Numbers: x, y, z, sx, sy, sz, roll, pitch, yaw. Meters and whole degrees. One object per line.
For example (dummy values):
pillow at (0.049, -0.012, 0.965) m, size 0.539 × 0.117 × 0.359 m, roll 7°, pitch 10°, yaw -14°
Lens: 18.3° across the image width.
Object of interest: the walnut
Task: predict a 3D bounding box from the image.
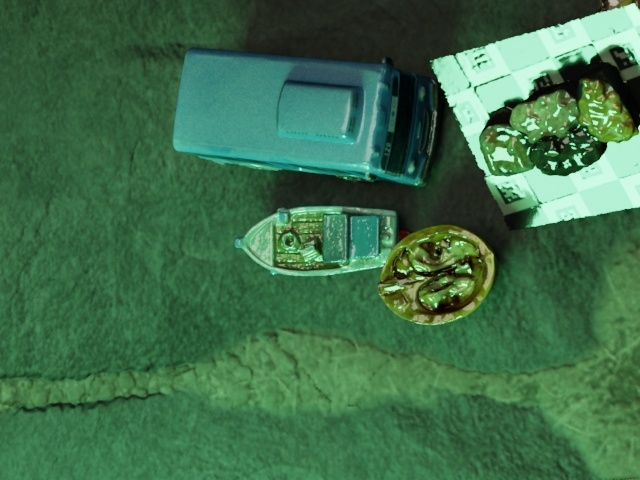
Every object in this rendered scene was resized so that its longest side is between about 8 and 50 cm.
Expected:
walnut at (0.117, 0.033, 1.871) m, size 0.121 × 0.052 × 0.091 m, roll -15°, pitch 81°, yaw 24°

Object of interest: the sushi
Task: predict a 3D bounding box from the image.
sushi at (0.215, -0.091, 1.764) m, size 0.215 × 0.050 × 0.192 m, roll -13°, pitch 115°, yaw 35°

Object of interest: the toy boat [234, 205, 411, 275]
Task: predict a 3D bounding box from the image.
toy boat at (0.000, 0.000, 1.926) m, size 0.173 × 0.059 × 0.069 m, roll -2°, pitch 84°, yaw 26°

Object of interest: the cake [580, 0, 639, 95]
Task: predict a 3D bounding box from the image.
cake at (0.350, -0.149, 1.754) m, size 0.295 × 0.113 × 0.116 m, roll 30°, pitch 99°, yaw 20°

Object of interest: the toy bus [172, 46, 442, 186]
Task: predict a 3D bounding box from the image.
toy bus at (-0.014, -0.119, 1.903) m, size 0.234 × 0.133 × 0.116 m, roll 7°, pitch 87°, yaw 26°
